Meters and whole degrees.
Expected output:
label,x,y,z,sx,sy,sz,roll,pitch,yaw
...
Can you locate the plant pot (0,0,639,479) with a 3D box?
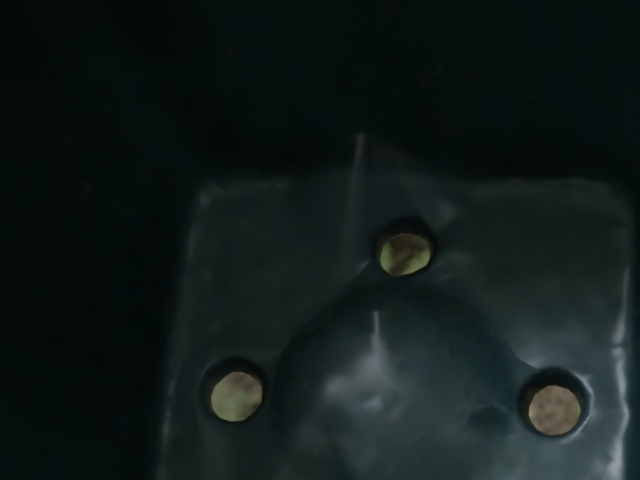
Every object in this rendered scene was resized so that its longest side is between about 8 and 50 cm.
label,x,y,z,sx,sy,sz,roll,pitch,yaw
plant pot,0.000,0.000,0.449,0.247,0.252,0.247,1,69,12
